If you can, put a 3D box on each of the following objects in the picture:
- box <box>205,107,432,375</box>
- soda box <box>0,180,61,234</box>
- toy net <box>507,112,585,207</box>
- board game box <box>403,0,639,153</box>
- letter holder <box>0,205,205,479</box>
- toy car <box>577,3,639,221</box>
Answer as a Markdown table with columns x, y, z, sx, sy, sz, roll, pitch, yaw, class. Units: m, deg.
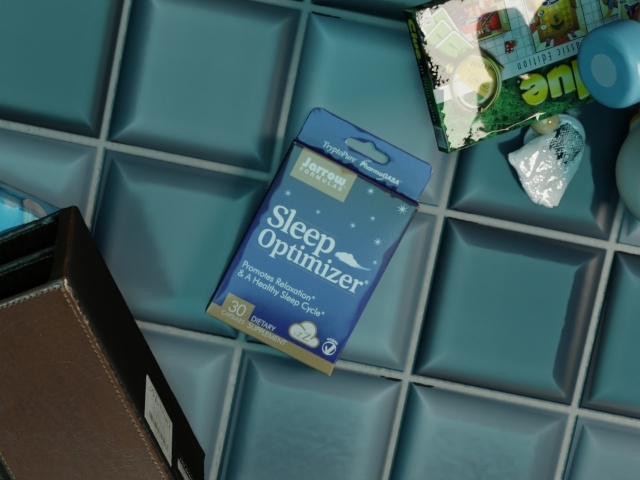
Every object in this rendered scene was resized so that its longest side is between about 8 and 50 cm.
| x | y | z | sx | sy | sz | roll | pitch | yaw | class |
| --- | --- | --- | --- | --- | --- | --- | --- | --- | --- |
| 0.000 | 0.000 | 1.611 | 0.136 | 0.036 | 0.225 | 27 | 97 | -3 | box |
| -0.339 | -0.031 | 1.593 | 0.210 | 0.071 | 0.067 | 24 | 99 | -3 | soda box |
| 0.222 | -0.149 | 1.583 | 0.122 | 0.045 | 0.232 | -5 | 102 | -20 | toy net |
| 0.210 | -0.183 | 1.531 | 0.259 | 0.030 | 0.136 | -21 | 110 | -16 | board game box |
| -0.261 | 0.159 | 1.540 | 0.214 | 0.152 | 0.302 | -21 | 116 | 6 | letter holder |
| 0.323 | -0.095 | 1.519 | 0.219 | 0.238 | 0.210 | -23 | 71 | -31 | toy car |
